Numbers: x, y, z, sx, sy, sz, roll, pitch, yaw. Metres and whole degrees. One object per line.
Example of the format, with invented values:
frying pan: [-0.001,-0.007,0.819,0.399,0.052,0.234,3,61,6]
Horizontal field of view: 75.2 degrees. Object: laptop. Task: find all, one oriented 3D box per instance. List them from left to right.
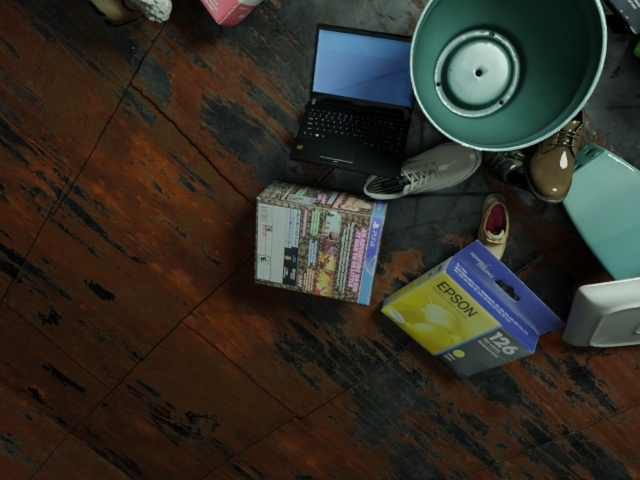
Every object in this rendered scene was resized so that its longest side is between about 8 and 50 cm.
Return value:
laptop: [0.076,-0.287,0.853,0.234,0.264,0.136,12,154,8]

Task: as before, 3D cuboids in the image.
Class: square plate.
square plate: [0.715,0.153,0.866,0.347,0.049,0.344,-11,146,18]

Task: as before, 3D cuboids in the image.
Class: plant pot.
plant pot: [0.300,-0.311,0.741,0.293,0.196,0.292,2,104,7]
plant pot: [0.576,-0.070,0.831,0.234,0.165,0.165,45,117,-7]

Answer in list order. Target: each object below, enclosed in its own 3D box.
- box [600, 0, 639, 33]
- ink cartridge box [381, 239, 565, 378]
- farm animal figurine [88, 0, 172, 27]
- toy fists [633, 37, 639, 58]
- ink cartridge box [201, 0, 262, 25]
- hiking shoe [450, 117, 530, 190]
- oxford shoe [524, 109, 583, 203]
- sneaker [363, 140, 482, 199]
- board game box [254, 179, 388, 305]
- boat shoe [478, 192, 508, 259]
box: [0.532,-0.460,0.685,0.156,0.093,0.158,43,118,-9]
ink cartridge box: [0.363,0.189,1.024,0.304,0.072,0.307,42,133,-6]
farm animal figurine: [-0.449,-0.565,0.777,0.330,0.172,0.326,26,151,42]
toy fists: [0.692,-0.306,0.724,0.279,0.096,0.142,28,106,0]
ink cartridge box: [-0.138,-0.583,0.770,0.283,0.117,0.207,-30,105,25]
hiking shoe: [0.366,-0.177,0.851,0.227,0.114,0.086,30,118,-2]
oxford shoe: [0.436,-0.172,0.770,0.083,0.227,0.096,13,155,16]
sneaker: [0.209,-0.135,0.882,0.258,0.091,0.094,-18,99,39]
board game box: [0.000,0.000,1.010,0.291,0.141,0.232,11,118,8]
boat shoe: [0.397,-0.022,0.951,0.063,0.059,0.170,-4,114,15]
